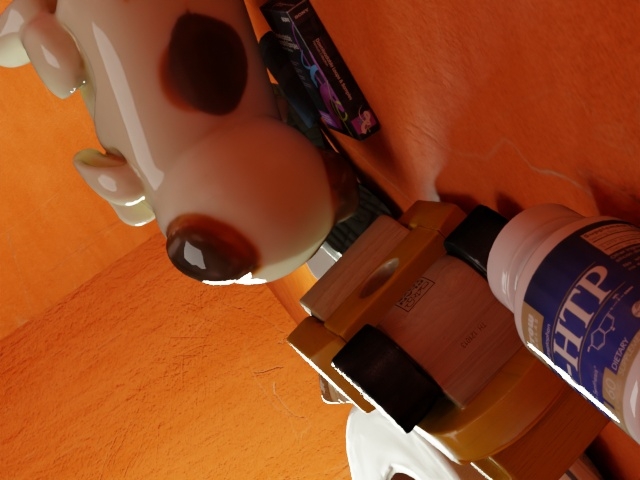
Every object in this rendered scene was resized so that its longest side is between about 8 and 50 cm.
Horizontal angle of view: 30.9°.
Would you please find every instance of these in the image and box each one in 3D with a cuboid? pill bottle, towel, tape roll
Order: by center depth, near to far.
[{"bbox_3d":[0.192,0.048,0.751,0.112,0.112,0.187,60,171,-33],"label":"pill bottle"},{"bbox_3d":[0.159,0.351,1.378,0.392,0.072,0.392,51,155,35],"label":"tape roll"},{"bbox_3d":[-0.033,-0.196,1.394,0.119,0.029,0.067,56,170,1],"label":"towel"}]

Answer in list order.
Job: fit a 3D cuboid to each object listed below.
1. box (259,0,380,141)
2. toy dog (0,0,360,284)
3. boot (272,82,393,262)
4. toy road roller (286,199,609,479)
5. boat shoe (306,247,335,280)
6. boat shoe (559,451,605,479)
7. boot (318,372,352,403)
[{"bbox_3d":[-0.003,-0.187,1.250,0.162,0.029,0.116,60,171,-20],"label":"box"},{"bbox_3d":[-0.127,-0.145,1.300,0.395,0.284,0.408,-33,86,54],"label":"toy dog"},{"bbox_3d":[0.005,-0.041,1.542,0.338,0.118,0.222,56,179,31],"label":"boot"},{"bbox_3d":[0.131,0.112,1.111,0.240,0.202,0.329,46,174,-15],"label":"toy road roller"},{"bbox_3d":[0.000,0.000,1.919,0.070,0.078,0.219,7,-147,-51],"label":"boat shoe"},{"bbox_3d":[0.260,0.337,1.426,0.187,0.156,0.500,54,171,25],"label":"boat shoe"},{"bbox_3d":[0.140,0.111,1.314,0.203,0.262,0.095,2,113,29],"label":"boot"}]
